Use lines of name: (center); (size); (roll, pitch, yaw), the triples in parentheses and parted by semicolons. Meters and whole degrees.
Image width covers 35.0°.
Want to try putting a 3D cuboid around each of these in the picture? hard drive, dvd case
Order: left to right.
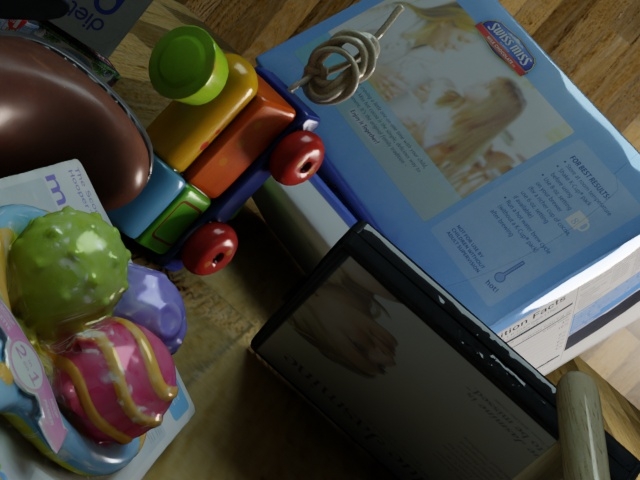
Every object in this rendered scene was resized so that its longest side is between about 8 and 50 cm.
hard drive: (0.000, 0.000, 0.911); (0.318, 0.040, 0.210); (51, -8, 44)
dvd case: (0.051, 0.090, 0.592); (0.180, 0.022, 0.253); (41, -22, 1)

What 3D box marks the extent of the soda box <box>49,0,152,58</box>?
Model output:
soda box: (-0.250, -0.259, 0.753); (0.286, 0.098, 0.091); (32, 15, -41)

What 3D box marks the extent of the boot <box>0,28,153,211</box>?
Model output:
boot: (-0.178, -0.042, 0.436); (0.264, 0.096, 0.280); (37, 11, -28)

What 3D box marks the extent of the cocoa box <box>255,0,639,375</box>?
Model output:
cocoa box: (0.129, -0.049, 0.965); (0.347, 0.231, 0.228); (55, -9, 26)

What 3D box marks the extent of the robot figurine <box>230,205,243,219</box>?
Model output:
robot figurine: (-0.106, -0.055, 0.858); (0.101, 0.067, 0.115); (42, 8, 31)

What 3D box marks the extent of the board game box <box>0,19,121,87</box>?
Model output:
board game box: (-0.263, -0.179, 0.816); (0.194, 0.060, 0.194); (32, 15, -45)

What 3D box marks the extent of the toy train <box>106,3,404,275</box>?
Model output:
toy train: (-0.057, -0.099, 0.665); (0.105, 0.248, 0.143); (46, 4, 26)

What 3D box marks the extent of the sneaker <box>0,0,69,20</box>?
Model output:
sneaker: (-0.279, -0.202, 0.568); (0.323, 0.236, 0.130); (-1, 74, -51)

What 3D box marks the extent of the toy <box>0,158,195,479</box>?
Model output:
toy: (-0.090, 0.037, 0.372); (0.137, 0.056, 0.237); (67, 15, -6)

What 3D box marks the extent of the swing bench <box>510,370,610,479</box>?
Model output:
swing bench: (0.159, 0.228, 0.384); (0.253, 0.165, 0.254); (39, 15, -20)
